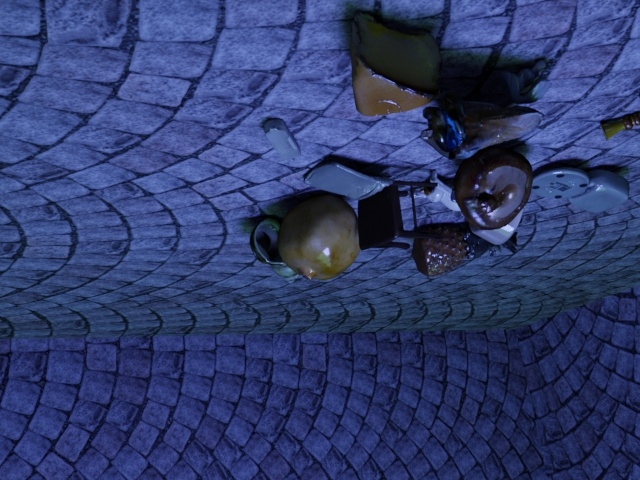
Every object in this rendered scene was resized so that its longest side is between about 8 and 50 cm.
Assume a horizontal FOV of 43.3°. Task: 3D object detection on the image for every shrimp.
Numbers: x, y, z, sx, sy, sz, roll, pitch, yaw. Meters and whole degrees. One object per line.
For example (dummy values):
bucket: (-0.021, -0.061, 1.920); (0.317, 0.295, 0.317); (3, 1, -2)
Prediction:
shrimp: (0.306, -0.217, 1.565); (0.221, 0.110, 0.445); (-14, 179, 26)

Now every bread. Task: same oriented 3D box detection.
bread: (0.132, -0.307, 1.378); (0.159, 0.140, 0.169); (-3, 162, 4)

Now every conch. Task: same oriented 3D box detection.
conch: (-0.115, 0.030, 2.243); (0.187, 0.182, 0.124); (-27, 172, -42)

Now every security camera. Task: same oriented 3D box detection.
security camera: (0.701, -0.155, 2.193); (0.301, 0.080, 0.157); (14, 156, -28)

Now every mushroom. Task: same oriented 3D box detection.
mushroom: (0.417, -0.138, 1.975); (0.194, 0.138, 0.231); (-38, 136, -24)

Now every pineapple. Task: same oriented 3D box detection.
pineapple: (0.467, 0.004, 2.491); (0.364, 0.166, 0.165); (-14, 163, -11)

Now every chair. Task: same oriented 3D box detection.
chair: (0.129, -0.079, 1.980); (0.319, 0.186, 0.160); (4, 167, -33)

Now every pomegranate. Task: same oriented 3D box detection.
pomegranate: (0.001, -0.007, 2.117); (0.233, 0.233, 0.233); (-7, 162, -2)

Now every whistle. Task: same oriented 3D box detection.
whistle: (0.718, -0.269, 1.896); (0.109, 0.046, 0.057); (-19, 146, 13)

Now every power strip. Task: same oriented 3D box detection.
power strip: (-0.080, -0.213, 1.736); (0.047, 0.030, 0.191); (-12, 162, 9)

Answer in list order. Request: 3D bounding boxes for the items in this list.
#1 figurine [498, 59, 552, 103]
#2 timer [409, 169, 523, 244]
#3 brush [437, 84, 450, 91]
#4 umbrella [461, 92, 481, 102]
figurine: (0.408, -0.311, 1.600); (0.086, 0.082, 0.094); (-25, 174, -3)
timer: (0.381, -0.107, 2.134); (0.265, 0.175, 0.175); (17, 156, -14)
brush: (0.221, -0.305, 1.614); (0.083, 0.013, 0.016); (1, 162, -21)
umbrella: (0.300, -0.271, 1.737); (0.044, 0.044, 0.269); (-32, 175, -10)
